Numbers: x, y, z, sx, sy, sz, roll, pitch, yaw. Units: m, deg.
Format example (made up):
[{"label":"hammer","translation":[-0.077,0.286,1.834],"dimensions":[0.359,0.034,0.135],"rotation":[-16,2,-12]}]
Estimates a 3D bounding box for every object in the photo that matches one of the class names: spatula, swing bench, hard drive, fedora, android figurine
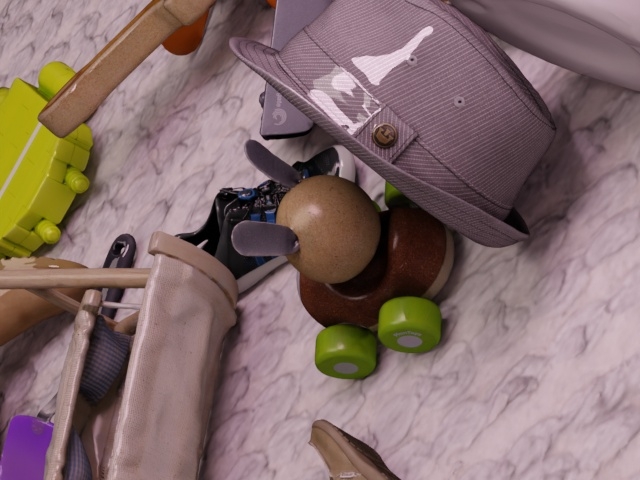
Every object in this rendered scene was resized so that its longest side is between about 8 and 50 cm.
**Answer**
[{"label":"spatula","translation":[-0.245,0.129,1.976],"dimensions":[0.084,0.030,0.296],"rotation":[14,75,32]},{"label":"swing bench","translation":[-0.188,0.153,1.786],"dimensions":[0.254,0.165,0.253],"rotation":[-11,59,42]},{"label":"hard drive","translation":[-0.016,-0.216,1.790],"dimensions":[0.172,0.054,0.255],"rotation":[-120,37,-89]},{"label":"fedora","translation":[0.076,-0.119,1.534],"dimensions":[0.275,0.243,0.124],"rotation":[41,102,15]},{"label":"android figurine","translation":[-0.328,-0.078,2.199],"dimensions":[0.248,0.056,0.273],"rotation":[-61,35,3]}]

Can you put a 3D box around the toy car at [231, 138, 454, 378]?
[{"label":"toy car","translation":[0.000,0.000,1.614],"dimensions":[0.149,0.188,0.155],"rotation":[-26,49,41]}]

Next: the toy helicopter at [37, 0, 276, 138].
[{"label":"toy helicopter","translation":[-0.150,-0.240,1.997],"dimensions":[0.355,0.140,0.235],"rotation":[-43,16,9]}]

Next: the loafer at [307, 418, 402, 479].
[{"label":"loafer","translation":[0.028,0.190,1.572],"dimensions":[0.050,0.056,0.148],"rotation":[-54,35,2]}]

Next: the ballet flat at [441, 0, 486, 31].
[{"label":"ballet flat","translation":[0.085,-0.239,1.731],"dimensions":[0.316,0.106,0.107],"rotation":[7,74,54]}]

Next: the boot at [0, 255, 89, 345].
[{"label":"boot","translation":[-0.337,0.163,2.029],"dimensions":[0.236,0.089,0.269],"rotation":[-9,72,24]}]

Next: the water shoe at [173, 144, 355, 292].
[{"label":"water shoe","translation":[-0.054,-0.020,1.789],"dimensions":[0.203,0.080,0.073],"rotation":[-42,41,28]}]

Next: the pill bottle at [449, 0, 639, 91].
[{"label":"pill bottle","translation":[0.255,-0.325,1.465],"dimensions":[0.224,0.224,0.392],"rotation":[17,82,55]}]
